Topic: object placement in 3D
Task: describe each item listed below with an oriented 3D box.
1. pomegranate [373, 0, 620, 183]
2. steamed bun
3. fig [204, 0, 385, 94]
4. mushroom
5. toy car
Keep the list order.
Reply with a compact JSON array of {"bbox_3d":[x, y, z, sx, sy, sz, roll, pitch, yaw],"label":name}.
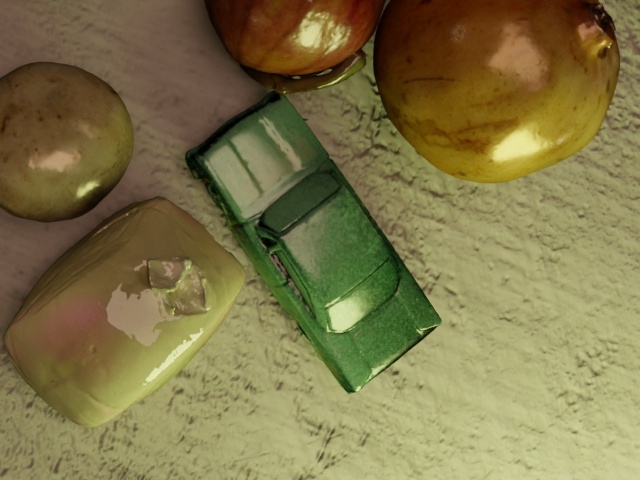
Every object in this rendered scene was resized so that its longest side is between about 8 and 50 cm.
[{"bbox_3d":[0.192,-0.182,1.386,0.264,0.264,0.264,0,91,-19],"label":"pomegranate"},{"bbox_3d":[-0.191,0.072,1.323,0.239,0.152,0.170,-45,103,-15],"label":"steamed bun"},{"bbox_3d":[-0.031,-0.249,1.362,0.205,0.205,0.205,0,91,-19],"label":"fig"},{"bbox_3d":[-0.270,-0.097,1.312,0.166,0.127,0.166,3,69,-9],"label":"mushroom"},{"bbox_3d":[0.000,0.000,1.414,0.141,0.097,0.320,-38,102,-15],"label":"toy car"}]
